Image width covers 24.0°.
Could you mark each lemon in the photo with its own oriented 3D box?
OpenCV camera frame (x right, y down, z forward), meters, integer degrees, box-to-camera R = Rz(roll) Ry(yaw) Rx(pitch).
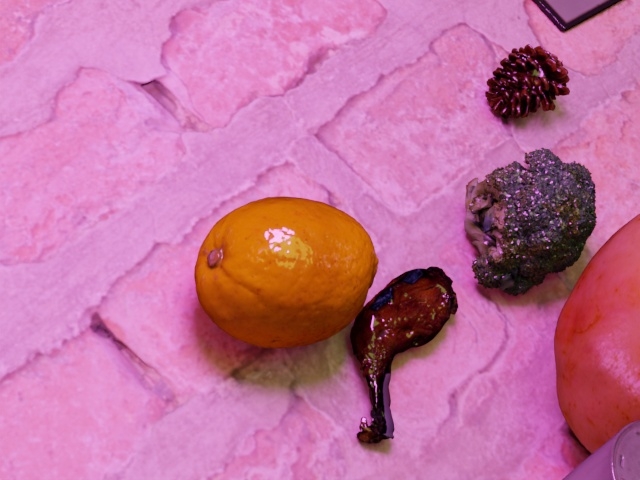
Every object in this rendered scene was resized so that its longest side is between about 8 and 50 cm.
[{"bbox_3d":[-0.036,0.036,1.656,0.207,0.170,0.170,6,56,-29],"label":"lemon"}]

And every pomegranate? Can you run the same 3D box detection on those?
[{"bbox_3d":[0.466,0.133,1.714,0.411,0.411,0.411,12,55,-18],"label":"pomegranate"}]

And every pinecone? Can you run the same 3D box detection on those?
[{"bbox_3d":[0.272,-0.209,2.016,0.109,0.102,0.102,-23,68,-5],"label":"pinecone"}]

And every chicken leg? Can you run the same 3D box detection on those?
[{"bbox_3d":[0.084,0.119,1.735,0.106,0.051,0.253,34,54,-7],"label":"chicken leg"}]

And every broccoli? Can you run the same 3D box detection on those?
[{"bbox_3d":[0.257,-0.025,1.854,0.195,0.156,0.195,1,88,-52],"label":"broccoli"}]

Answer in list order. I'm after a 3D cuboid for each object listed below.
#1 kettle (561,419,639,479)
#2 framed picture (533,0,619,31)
[{"bbox_3d":[0.307,0.341,1.554,0.165,0.255,0.240,-16,65,-45],"label":"kettle"},{"bbox_3d":[0.383,-0.455,2.274,0.324,0.013,0.244,-31,75,-37],"label":"framed picture"}]
